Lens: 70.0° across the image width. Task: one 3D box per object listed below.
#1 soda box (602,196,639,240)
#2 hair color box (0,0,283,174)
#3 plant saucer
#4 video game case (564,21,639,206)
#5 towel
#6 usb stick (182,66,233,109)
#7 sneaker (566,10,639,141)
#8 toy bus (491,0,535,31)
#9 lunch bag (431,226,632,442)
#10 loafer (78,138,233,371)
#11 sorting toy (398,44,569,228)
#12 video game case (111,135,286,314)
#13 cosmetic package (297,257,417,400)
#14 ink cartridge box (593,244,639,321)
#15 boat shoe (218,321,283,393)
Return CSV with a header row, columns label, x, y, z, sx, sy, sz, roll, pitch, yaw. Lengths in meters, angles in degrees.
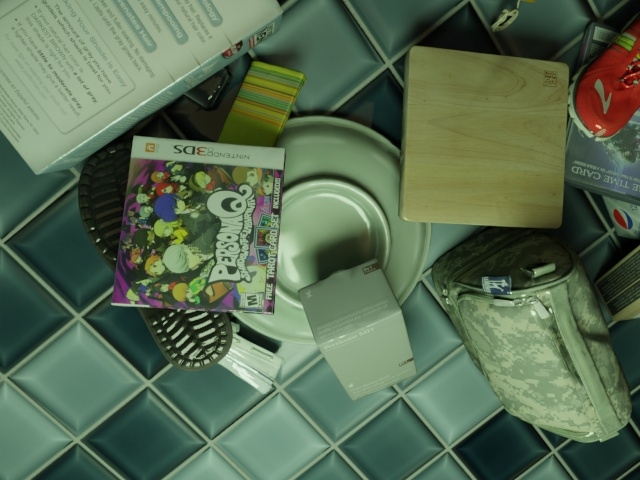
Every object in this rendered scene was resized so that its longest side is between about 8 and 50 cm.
label,x,y,z,sx,sy,sz,roll,pitch,yaw
soda box,0.662,-0.109,0.807,0.286,0.091,0.098,-31,102,0
hair color box,-0.254,-0.267,0.596,0.374,0.113,0.185,-33,104,2
plant saucer,0.000,0.000,0.745,0.400,0.100,0.401,-1,102,-7
video game case,0.503,-0.203,0.748,0.195,0.026,0.275,16,85,-2
towel,-0.109,-0.155,0.695,0.102,0.021,0.237,23,90,25
usb stick,-0.263,-0.295,0.671,0.278,0.045,0.077,31,104,-13
sneaker,0.477,-0.277,0.681,0.107,0.118,0.279,36,83,2
toy bus,0.331,-0.443,0.666,0.202,0.191,0.104,-28,77,4
lunch bag,0.345,0.136,0.739,0.212,0.256,0.305,-29,104,0
loafer,-0.248,0.024,0.696,0.133,0.130,0.366,-23,84,-9
sorting toy,0.244,-0.151,0.725,0.256,0.089,0.256,3,90,-9
video game case,-0.159,-0.021,0.623,0.210,0.042,0.232,5,81,-3
cosmetic package,0.065,0.144,0.699,0.127,0.107,0.238,-24,144,2
ink cartridge box,0.646,0.055,0.793,0.234,0.193,0.088,-6,60,-5
boat shoe,-0.167,0.172,0.784,0.226,0.083,0.076,38,68,-13
